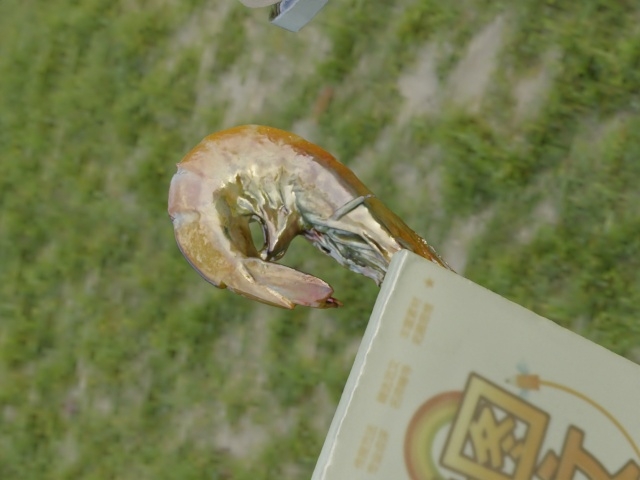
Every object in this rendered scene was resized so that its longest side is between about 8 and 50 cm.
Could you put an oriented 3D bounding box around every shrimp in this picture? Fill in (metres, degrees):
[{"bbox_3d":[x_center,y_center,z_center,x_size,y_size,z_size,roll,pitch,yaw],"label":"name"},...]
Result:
[{"bbox_3d":[0.000,0.000,1.264,0.150,0.249,0.068,-59,-11,-30],"label":"shrimp"}]

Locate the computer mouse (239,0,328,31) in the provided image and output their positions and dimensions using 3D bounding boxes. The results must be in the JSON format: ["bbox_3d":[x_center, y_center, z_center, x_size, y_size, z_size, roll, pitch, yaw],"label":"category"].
[{"bbox_3d":[0.012,-0.212,0.774,0.145,0.082,0.236,-92,17,-48],"label":"computer mouse"}]

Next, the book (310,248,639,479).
[{"bbox_3d":[0.133,0.157,0.873,0.020,0.295,0.207,-33,34,64],"label":"book"}]
